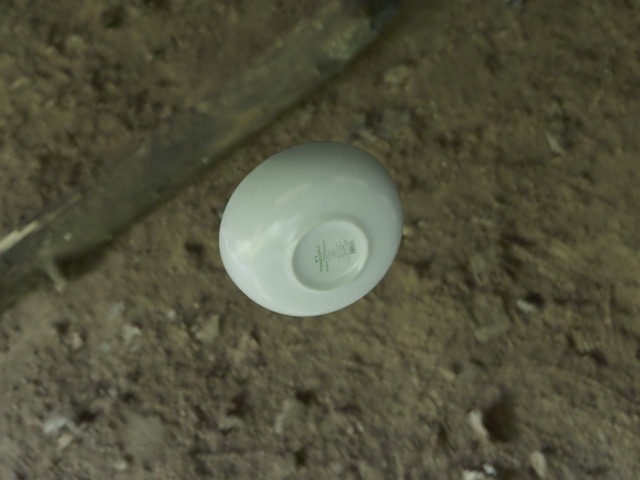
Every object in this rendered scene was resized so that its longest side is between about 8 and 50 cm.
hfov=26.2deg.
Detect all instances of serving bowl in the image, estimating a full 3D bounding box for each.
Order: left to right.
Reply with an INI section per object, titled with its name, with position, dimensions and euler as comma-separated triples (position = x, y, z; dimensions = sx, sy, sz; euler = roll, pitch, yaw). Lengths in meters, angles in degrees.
[serving bowl]
position = 0.000, 0.000, 0.594
dimensions = 0.083, 0.083, 0.027
euler = -33, 36, -2
